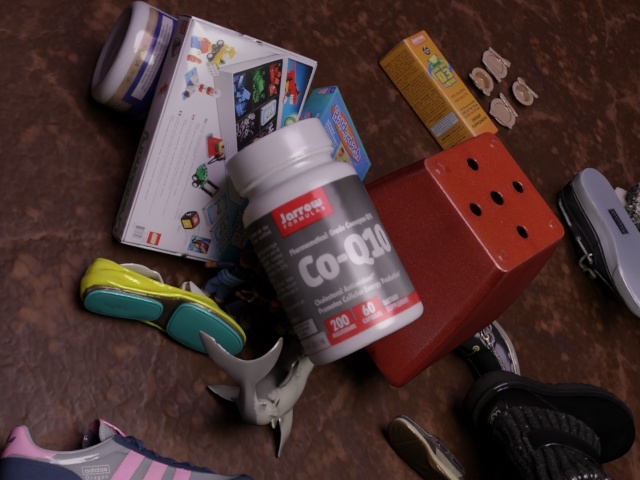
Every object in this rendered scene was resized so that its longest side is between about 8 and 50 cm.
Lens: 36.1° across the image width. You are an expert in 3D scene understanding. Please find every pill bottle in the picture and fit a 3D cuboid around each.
[{"bbox_3d":[-0.176,-0.215,1.395,0.265,0.153,0.153,24,53,-25],"label":"pill bottle"},{"bbox_3d":[0.000,0.000,1.247,0.161,0.161,0.283,-24,86,-43],"label":"pill bottle"}]

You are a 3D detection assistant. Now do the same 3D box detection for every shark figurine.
[{"bbox_3d":[-0.095,0.189,1.250,0.116,0.278,0.166,15,88,15],"label":"shark figurine"}]

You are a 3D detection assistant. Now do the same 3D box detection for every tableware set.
[{"bbox_3d":[0.356,-0.303,1.942,0.141,0.020,0.168,48,46,-6],"label":"tableware set"}]

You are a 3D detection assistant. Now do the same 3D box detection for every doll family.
[{"bbox_3d":[-0.072,0.070,1.342,0.193,0.111,0.076,10,60,-33],"label":"doll family"}]

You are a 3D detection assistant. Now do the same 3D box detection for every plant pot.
[{"bbox_3d":[0.172,0.000,1.376,0.267,0.236,0.267,-25,77,-45],"label":"plant pot"}]

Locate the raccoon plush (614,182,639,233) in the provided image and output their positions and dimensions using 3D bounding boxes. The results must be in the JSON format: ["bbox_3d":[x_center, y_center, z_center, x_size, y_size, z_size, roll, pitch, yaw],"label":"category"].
[{"bbox_3d":[0.646,0.068,1.899,0.216,0.299,0.446,38,79,-34],"label":"raccoon plush"}]

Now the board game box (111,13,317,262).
[{"bbox_3d":[-0.140,-0.125,1.316,0.193,0.053,0.305,15,99,-31],"label":"board game box"}]

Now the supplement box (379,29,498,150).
[{"bbox_3d":[0.212,-0.260,1.769,0.233,0.080,0.078,52,44,1],"label":"supplement box"}]

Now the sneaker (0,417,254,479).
[{"bbox_3d":[-0.210,0.266,1.128,0.319,0.112,0.131,6,65,-36],"label":"sneaker"}]

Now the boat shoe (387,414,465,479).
[{"bbox_3d":[0.154,0.306,1.427,0.152,0.056,0.049,52,41,-14],"label":"boat shoe"}]

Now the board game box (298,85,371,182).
[{"bbox_3d":[0.000,-0.108,1.494,0.160,0.047,0.210,63,38,-35],"label":"board game box"}]

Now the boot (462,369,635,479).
[{"bbox_3d":[0.394,0.329,1.456,0.348,0.131,0.260,13,21,-30],"label":"boot"}]

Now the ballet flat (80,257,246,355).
[{"bbox_3d":[-0.199,0.079,1.273,0.231,0.077,0.077,22,38,-24],"label":"ballet flat"}]

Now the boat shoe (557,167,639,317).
[{"bbox_3d":[0.531,0.018,1.838,0.113,0.105,0.306,-10,66,-36],"label":"boat shoe"}]

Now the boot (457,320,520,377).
[{"bbox_3d":[0.194,0.154,1.523,0.179,0.085,0.236,-16,74,-38],"label":"boot"}]
